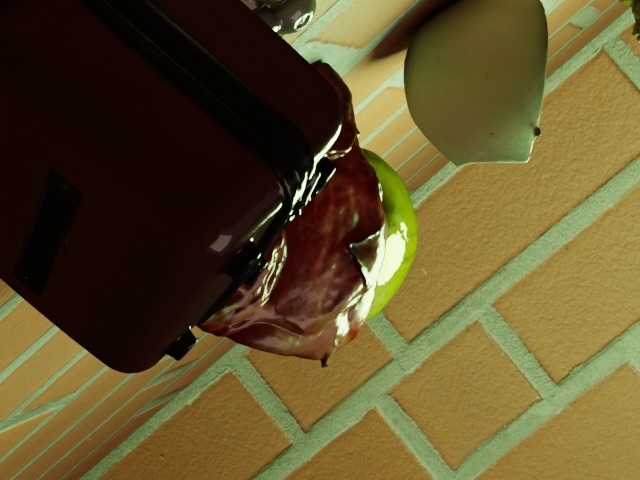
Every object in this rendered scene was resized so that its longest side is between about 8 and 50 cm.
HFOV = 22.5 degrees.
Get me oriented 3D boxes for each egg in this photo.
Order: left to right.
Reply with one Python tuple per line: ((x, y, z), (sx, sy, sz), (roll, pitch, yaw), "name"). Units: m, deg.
((0.185, -0.221, 2.041), (0.271, 0.162, 0.206), (-99, -162, -61), "egg")

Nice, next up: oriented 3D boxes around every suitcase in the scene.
((-0.132, -0.055, 1.070), (0.161, 0.236, 0.297), (-48, 178, -26), "suitcase")

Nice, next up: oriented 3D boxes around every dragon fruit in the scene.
((-0.050, -0.015, 1.754), (0.228, 0.286, 0.329), (-38, 166, 30), "dragon fruit")

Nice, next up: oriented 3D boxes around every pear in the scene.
((0.000, 0.000, 2.180), (0.253, 0.253, 0.307), (-36, -175, -26), "pear")

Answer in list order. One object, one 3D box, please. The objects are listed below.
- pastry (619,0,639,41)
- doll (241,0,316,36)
((0.439, -0.388, 1.969), (0.240, 0.235, 0.132), (-29, 179, 8), "pastry")
((-0.059, -0.191, 1.172), (0.145, 0.096, 0.188), (-46, 164, -3), "doll")
